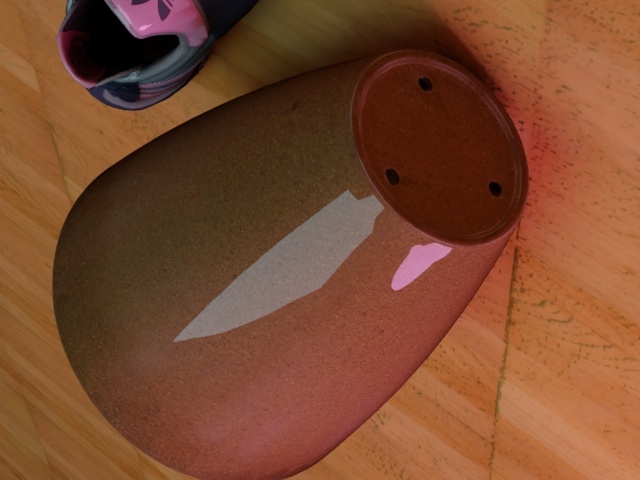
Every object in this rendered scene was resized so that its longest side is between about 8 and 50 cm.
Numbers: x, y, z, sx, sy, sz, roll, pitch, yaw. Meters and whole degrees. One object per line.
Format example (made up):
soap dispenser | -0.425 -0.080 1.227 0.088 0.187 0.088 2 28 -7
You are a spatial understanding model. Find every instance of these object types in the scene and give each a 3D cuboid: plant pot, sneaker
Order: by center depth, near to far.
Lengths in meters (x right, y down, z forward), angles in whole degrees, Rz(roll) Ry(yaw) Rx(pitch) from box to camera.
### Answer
plant pot | 0.000 0.000 0.886 0.237 0.237 0.254 50 141 -5
sneaker | -0.129 -0.139 0.959 0.112 0.131 0.319 49 155 -3
